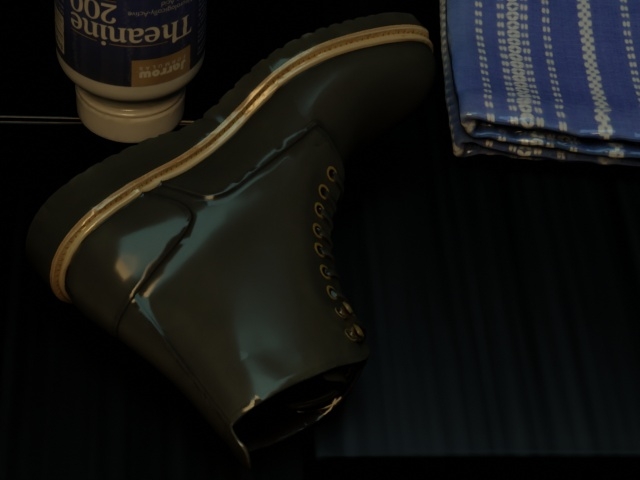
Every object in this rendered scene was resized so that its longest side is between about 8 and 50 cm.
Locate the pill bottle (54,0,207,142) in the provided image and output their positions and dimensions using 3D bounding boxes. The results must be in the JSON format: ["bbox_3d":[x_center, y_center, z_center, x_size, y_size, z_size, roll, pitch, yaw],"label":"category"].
[{"bbox_3d":[-0.082,-0.103,0.846,0.067,0.120,0.067,3,44,-3],"label":"pill bottle"}]

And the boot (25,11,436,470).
[{"bbox_3d":[0.000,0.000,0.793,0.198,0.077,0.137,-35,60,-19],"label":"boot"}]

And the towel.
[{"bbox_3d":[0.226,-0.117,0.955,0.335,0.040,0.243,4,43,-2],"label":"towel"}]
